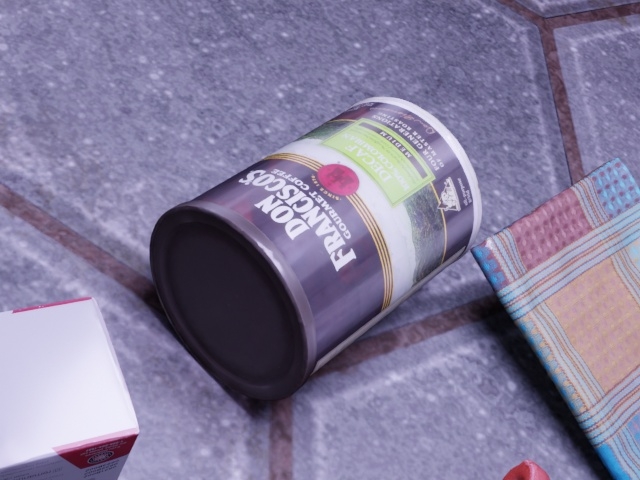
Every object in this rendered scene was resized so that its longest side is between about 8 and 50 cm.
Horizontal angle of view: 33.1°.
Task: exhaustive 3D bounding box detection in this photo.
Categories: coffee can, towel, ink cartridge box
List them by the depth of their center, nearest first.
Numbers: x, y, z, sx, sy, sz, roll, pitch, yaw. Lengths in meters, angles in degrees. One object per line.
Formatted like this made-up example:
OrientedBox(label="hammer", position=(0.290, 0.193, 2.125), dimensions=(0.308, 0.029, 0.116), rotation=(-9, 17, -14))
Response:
OrientedBox(label="ink cartridge box", position=(-0.237, 0.151, 0.861), dimensions=(0.128, 0.176, 0.127), rotation=(-11, 61, -28))
OrientedBox(label="coffee can", position=(0.000, 0.000, 1.061), dimensions=(0.201, 0.201, 0.275), rotation=(44, 50, 14))
OrientedBox(label="towel", position=(0.346, 0.111, 1.159), dimensions=(0.271, 0.040, 0.370), rotation=(-29, 85, -37))

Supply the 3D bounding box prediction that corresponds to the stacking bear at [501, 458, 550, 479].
OrientedBox(label="stacking bear", position=(0.243, 0.348, 0.926), dimensions=(0.289, 0.175, 0.164), rotation=(31, 46, -7))
